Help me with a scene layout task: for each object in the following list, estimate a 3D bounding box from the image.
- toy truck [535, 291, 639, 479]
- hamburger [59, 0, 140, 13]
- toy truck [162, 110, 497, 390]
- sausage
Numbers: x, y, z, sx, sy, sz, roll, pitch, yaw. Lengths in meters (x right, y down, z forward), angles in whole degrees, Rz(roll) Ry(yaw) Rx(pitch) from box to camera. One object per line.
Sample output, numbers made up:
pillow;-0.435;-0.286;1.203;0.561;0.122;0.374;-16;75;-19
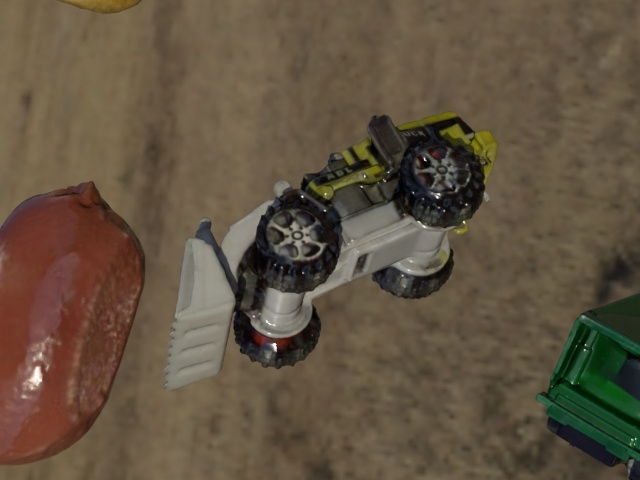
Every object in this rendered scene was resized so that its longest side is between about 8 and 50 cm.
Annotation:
toy truck;0.174;0.074;0.909;0.065;0.147;0.079;31;110;26
hamburger;-0.166;-0.294;1.140;0.259;0.283;0.144;-52;-16;-23
toy truck;0.000;0.000;1.215;0.111;0.286;0.136;55;154;24
sausage;-0.232;0.073;1.495;0.148;0.148;0.254;171;112;-71
